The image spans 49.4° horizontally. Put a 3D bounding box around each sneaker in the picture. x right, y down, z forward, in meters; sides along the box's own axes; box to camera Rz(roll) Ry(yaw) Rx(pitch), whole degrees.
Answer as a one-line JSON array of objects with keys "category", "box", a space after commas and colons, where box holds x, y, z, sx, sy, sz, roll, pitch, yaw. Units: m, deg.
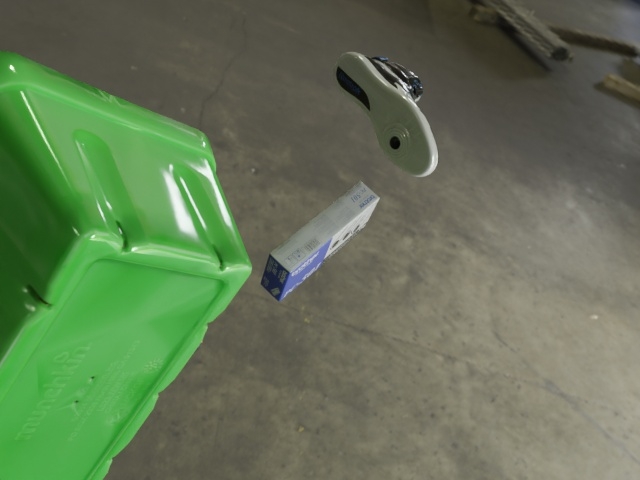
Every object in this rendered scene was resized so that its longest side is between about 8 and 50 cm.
[{"category": "sneaker", "box": [0.123, -0.186, 0.985, 0.121, 0.079, 0.217, -12, 61, -46]}]

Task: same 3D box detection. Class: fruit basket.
[{"category": "fruit basket", "box": [-0.271, 0.013, 0.646, 0.283, 0.392, 0.392, 17, 30, -53]}]

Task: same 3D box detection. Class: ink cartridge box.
[{"category": "ink cartridge box", "box": [0.000, 0.000, 1.078, 0.046, 0.097, 0.207, 43, 59, 13]}]

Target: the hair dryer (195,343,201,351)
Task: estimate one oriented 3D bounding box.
[{"category": "hair dryer", "box": [-0.396, 0.225, 1.538, 0.223, 0.293, 0.080, 21, 55, -17]}]
